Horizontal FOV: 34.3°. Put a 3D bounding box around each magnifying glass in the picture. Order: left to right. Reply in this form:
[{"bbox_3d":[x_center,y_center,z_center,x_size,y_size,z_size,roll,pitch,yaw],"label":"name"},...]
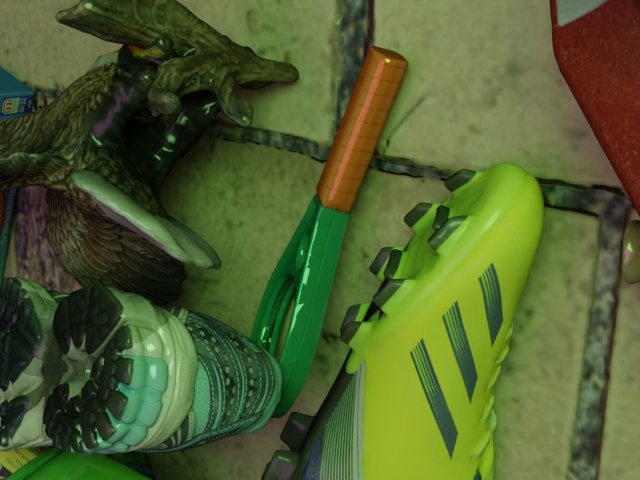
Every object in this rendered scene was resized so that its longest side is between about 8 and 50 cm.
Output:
[{"bbox_3d":[0.000,0.000,0.604,0.092,0.026,0.231,-110,37,-66],"label":"magnifying glass"}]

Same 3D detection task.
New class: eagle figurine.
[{"bbox_3d":[-0.163,-0.051,0.655,0.298,0.225,0.226,-31,90,30],"label":"eagle figurine"}]

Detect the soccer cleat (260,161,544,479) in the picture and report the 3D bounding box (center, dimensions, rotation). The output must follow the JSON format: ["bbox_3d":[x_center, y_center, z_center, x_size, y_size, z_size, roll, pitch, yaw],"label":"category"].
[{"bbox_3d":[0.059,0.087,0.572,0.121,0.093,0.289,27,116,-1],"label":"soccer cleat"}]

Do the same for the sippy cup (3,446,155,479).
[{"bbox_3d":[-0.135,0.287,0.694,0.224,0.305,0.240,36,77,18],"label":"sippy cup"}]

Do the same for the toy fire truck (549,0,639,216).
[{"bbox_3d":[0.205,-0.070,0.314,0.302,0.169,0.253,-2,92,46],"label":"toy fire truck"}]

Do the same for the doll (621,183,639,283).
[{"bbox_3d":[0.220,-0.007,0.417,0.189,0.046,0.129,0,91,35],"label":"doll"}]

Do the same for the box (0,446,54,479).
[{"bbox_3d":[-0.268,0.249,0.762,0.058,0.087,0.232,36,83,10],"label":"box"}]

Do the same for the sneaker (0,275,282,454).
[{"bbox_3d":[-0.127,0.087,0.635,0.283,0.122,0.110,1,80,57],"label":"sneaker"}]

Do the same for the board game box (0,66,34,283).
[{"bbox_3d":[-0.319,-0.062,0.873,0.160,0.047,0.210,34,121,30],"label":"board game box"}]
